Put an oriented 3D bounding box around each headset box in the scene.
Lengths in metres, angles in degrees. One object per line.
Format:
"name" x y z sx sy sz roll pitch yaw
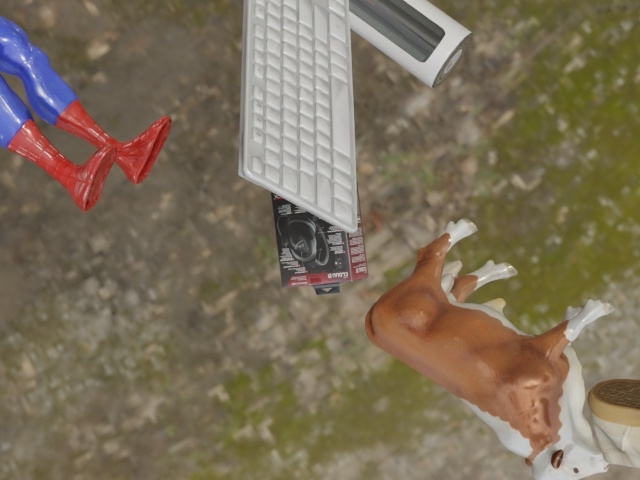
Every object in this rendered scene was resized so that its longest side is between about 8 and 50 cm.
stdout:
"headset box" 0.000 0.000 1.214 0.062 0.083 0.032 -7 -178 28

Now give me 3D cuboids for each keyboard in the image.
"keyboard" -0.012 -0.109 0.884 0.072 0.256 0.014 23 131 -23

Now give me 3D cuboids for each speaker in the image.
"speaker" 0.052 -0.181 1.263 0.055 0.136 0.055 -50 171 -12

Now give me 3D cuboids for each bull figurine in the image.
"bull figurine" 0.196 0.118 1.679 0.188 0.310 0.101 -51 157 -13

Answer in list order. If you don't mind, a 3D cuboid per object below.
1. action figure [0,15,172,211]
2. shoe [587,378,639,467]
"action figure" -0.204 -0.155 0.922 0.091 0.280 0.139 -35 157 -57
"shoe" 0.291 0.143 1.108 0.076 0.219 0.058 -20 113 -52
